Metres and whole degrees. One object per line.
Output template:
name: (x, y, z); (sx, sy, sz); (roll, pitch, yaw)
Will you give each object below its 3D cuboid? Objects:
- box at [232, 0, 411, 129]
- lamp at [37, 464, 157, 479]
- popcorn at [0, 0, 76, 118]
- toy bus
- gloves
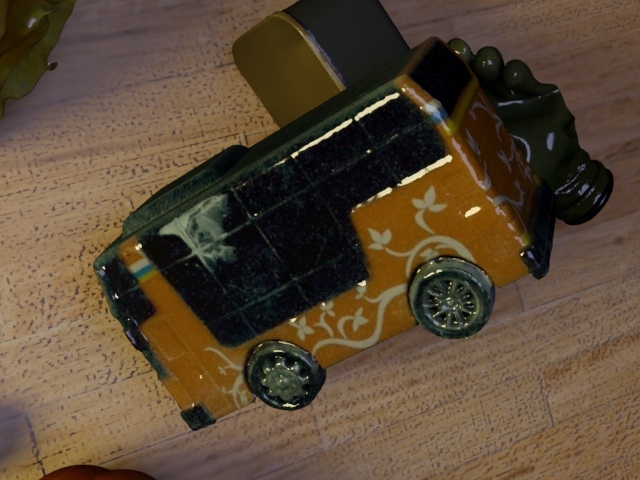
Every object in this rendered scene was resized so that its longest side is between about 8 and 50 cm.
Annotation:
box: (0.027, -0.127, 0.882); (0.090, 0.144, 0.201); (-39, 101, -22)
lamp: (-0.172, 0.281, 0.761); (0.223, 0.196, 0.223); (3, 107, 11)
popcorn: (-0.306, -0.190, 0.688); (0.282, 0.282, 0.247); (-38, 86, -19)
toy bus: (0.000, 0.000, 0.771); (0.323, 0.162, 0.194); (-28, 104, 25)
gloves: (0.184, -0.108, 0.966); (0.268, 0.107, 0.135); (38, 83, -34)
